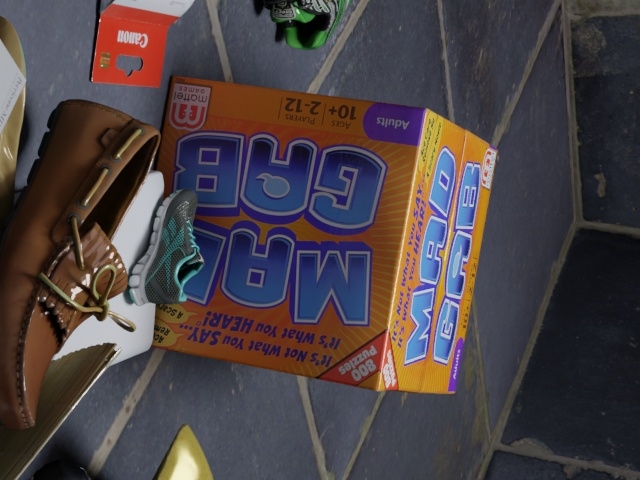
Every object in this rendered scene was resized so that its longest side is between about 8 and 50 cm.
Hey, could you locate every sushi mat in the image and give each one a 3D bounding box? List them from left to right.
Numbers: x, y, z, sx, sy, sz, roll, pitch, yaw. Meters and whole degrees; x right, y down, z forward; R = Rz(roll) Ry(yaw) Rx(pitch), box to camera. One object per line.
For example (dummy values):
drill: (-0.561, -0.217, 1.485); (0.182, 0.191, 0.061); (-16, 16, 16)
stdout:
sushi mat: (-0.332, 0.230, 1.708); (0.019, 0.151, 0.316); (47, 58, -17)

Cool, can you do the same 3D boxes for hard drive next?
hard drive: (-0.290, 0.048, 1.924); (0.353, 0.047, 0.233); (-19, 116, -66)

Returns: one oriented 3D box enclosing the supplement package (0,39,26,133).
supplement package: (-0.370, -0.168, 1.537); (0.179, 0.105, 0.105); (65, 39, -57)

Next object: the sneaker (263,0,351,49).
sneaker: (-0.024, -0.388, 2.305); (0.343, 0.134, 0.146); (61, 43, -59)

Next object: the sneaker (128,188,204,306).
sneaker: (-0.174, 0.013, 2.037); (0.065, 0.076, 0.166); (63, 41, -58)

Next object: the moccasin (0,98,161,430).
moccasin: (-0.254, 0.025, 1.703); (0.139, 0.147, 0.380); (97, 6, -51)

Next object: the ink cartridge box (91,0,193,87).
ink cartridge box: (-0.200, -0.303, 1.997); (0.189, 0.066, 0.232); (-8, 102, -69)

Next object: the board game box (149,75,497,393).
board game box: (0.000, 0.000, 2.221); (0.356, 0.356, 0.357); (16, 84, -69)

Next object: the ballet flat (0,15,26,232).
ballet flat: (-0.345, -0.112, 1.674); (0.073, 0.080, 0.232); (-19, 116, -55)

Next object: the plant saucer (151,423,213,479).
plant saucer: (-0.227, 0.430, 2.006); (0.333, 0.081, 0.333); (119, -5, -57)

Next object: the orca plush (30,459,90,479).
orca plush: (-0.302, 0.326, 1.946); (0.287, 0.151, 0.102); (73, -1, -54)
